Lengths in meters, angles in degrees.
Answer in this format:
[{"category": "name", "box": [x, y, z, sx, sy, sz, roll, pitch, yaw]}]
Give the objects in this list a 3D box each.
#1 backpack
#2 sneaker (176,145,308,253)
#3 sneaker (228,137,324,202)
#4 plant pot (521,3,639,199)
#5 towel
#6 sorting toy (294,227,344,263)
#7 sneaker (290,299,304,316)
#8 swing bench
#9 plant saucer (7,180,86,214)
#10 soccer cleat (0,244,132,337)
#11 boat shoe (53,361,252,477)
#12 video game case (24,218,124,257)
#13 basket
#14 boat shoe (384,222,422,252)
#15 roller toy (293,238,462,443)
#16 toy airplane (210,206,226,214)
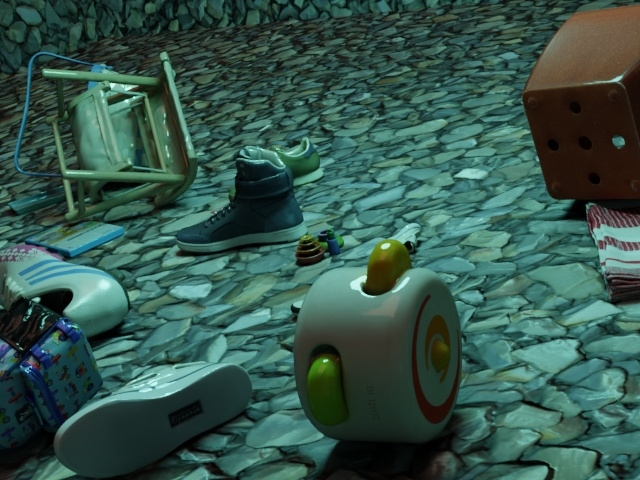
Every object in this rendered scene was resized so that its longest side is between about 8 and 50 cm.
[{"category": "backpack", "box": [-0.373, 0.182, 1.587, 0.117, 0.158, 0.173, 21, 48, 28]}, {"category": "sneaker", "box": [-0.146, -0.070, 2.125, 0.226, 0.163, 0.086, -9, 21, 13]}, {"category": "sneaker", "box": [-0.089, -0.133, 2.375, 0.192, 0.086, 0.064, -20, 21, -20]}, {"category": "plant pot", "box": [0.456, -0.190, 1.921, 0.267, 0.267, 0.235, 0, 27, 45]}, {"category": "towel", "box": [0.493, -0.010, 1.753, 0.237, 0.037, 0.329, -8, 20, 9]}, {"category": "sorting toy", "box": [0.000, 0.000, 2.017, 0.061, 0.042, 0.102, 1, 23, 33]}, {"category": "sneaker", "box": [0.010, 0.079, 1.790, 0.109, 0.044, 0.040, -12, 21, 7]}, {"category": "swing bench", "box": [-0.379, -0.195, 2.427, 0.254, 0.165, 0.253, -9, 60, -14]}, {"category": "plant saucer", "box": [-0.546, -0.093, 2.650, 0.192, 0.018, 0.067, -21, 22, -21]}, {"category": "soccer cleat", "box": [-0.433, 0.082, 1.945, 0.331, 0.116, 0.143, 6, 26, 41]}, {"category": "boat shoe", "box": [-0.205, 0.207, 1.518, 0.258, 0.095, 0.084, -13, 12, -35]}, {"category": "video game case", "box": [-0.453, -0.007, 2.358, 0.119, 0.015, 0.166, -28, 25, -35]}, {"category": "basket", "box": [-0.473, -0.240, 2.643, 0.289, 0.255, 0.201, 10, 1, -6]}, {"category": "boat shoe", "box": [0.129, 0.005, 1.947, 0.035, 0.035, 0.100, 33, 37, 26]}, {"category": "roller toy", "box": [0.072, 0.122, 1.403, 0.146, 0.191, 0.209, -1, 62, 26]}, {"category": "toy airplane", "box": [-0.117, -0.065, 2.226, 0.151, 0.028, 0.151, -19, -15, -6]}]
